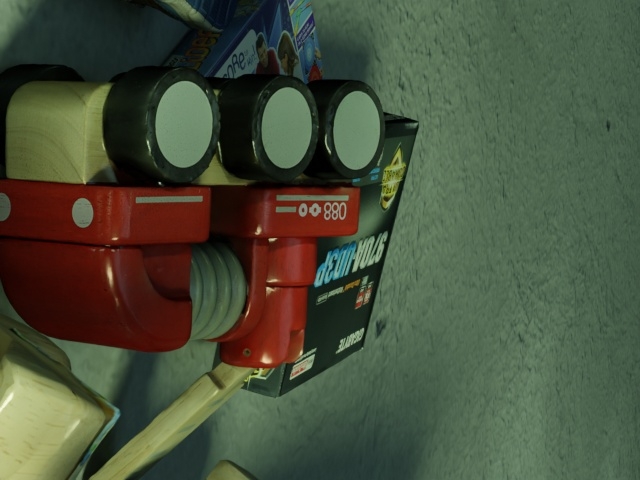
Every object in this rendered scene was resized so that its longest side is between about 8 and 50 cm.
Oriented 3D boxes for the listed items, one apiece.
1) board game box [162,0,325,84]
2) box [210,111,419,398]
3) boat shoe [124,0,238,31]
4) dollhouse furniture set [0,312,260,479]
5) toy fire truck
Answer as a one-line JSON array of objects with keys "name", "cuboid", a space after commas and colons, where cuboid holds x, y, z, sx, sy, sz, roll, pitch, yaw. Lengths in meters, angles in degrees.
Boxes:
[{"name": "board game box", "cuboid": [-0.051, -0.081, 1.151, 0.201, 0.035, 0.136, -58, 145, -48]}, {"name": "box", "cuboid": [0.000, 0.000, 1.194, 0.220, 0.051, 0.175, -16, 120, -74]}, {"name": "boat shoe", "cuboid": [-0.103, -0.159, 0.970, 0.183, 0.066, 0.066, 48, 53, -67]}, {"name": "dollhouse furniture set", "cuboid": [-0.097, 0.288, 0.732, 0.394, 0.362, 0.256, -54, 152, -1]}, {"name": "toy fire truck", "cuboid": [-0.087, 0.031, 0.969, 0.217, 0.158, 0.246, -3, 96, -53]}]
